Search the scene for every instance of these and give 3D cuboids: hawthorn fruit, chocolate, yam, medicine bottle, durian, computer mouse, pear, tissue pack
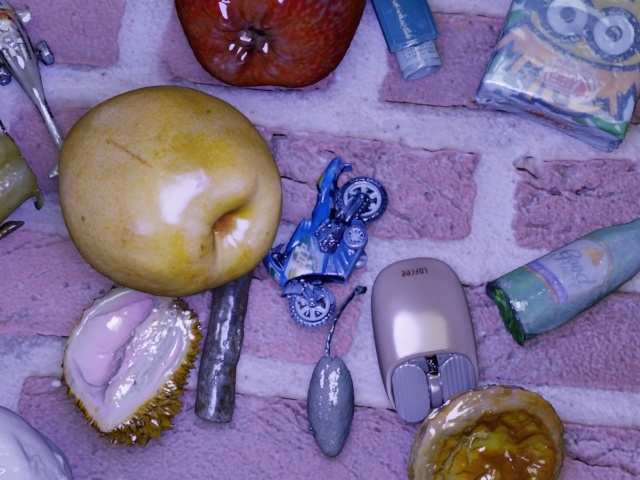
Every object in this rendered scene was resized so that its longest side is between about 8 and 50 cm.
[{"bbox_3d":[-0.063,-0.368,1.907,0.275,0.275,0.299,19,73,1],"label":"hawthorn fruit"},{"bbox_3d":[0.391,0.040,1.944,0.291,0.110,0.110,-28,84,-7],"label":"chocolate"},{"bbox_3d":[-0.136,0.127,1.936,0.061,0.061,0.274,9,81,0],"label":"yam"},{"bbox_3d":[0.112,-0.371,1.982,0.079,0.124,0.258,-18,85,-7],"label":"medicine bottle"},{"bbox_3d":[-0.259,0.174,1.891,0.183,0.138,0.249,3,64,35],"label":"durian"},{"bbox_3d":[0.151,0.140,1.930,0.145,0.082,0.236,-7,81,-3],"label":"computer mouse"},{"bbox_3d":[-0.205,-0.067,1.835,0.314,0.314,0.314,0,82,-1],"label":"pear"},{"bbox_3d":[0.389,-0.315,1.976,0.228,0.128,0.310,21,81,3],"label":"tissue pack"}]

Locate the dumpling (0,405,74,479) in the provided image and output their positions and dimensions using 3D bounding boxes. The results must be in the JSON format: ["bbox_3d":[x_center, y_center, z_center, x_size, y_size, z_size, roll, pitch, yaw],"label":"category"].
[{"bbox_3d":[-0.430,0.371,1.748,0.233,0.395,0.315,-41,40,18],"label":"dumpling"}]

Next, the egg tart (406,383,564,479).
[{"bbox_3d":[0.227,0.300,1.877,0.241,0.106,0.241,-6,111,-17],"label":"egg tart"}]

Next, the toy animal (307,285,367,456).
[{"bbox_3d":[0.021,0.182,1.921,0.070,0.079,0.252,7,81,1],"label":"toy animal"}]

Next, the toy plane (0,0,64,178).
[{"bbox_3d":[-0.426,-0.232,1.963,0.092,0.108,0.286,-24,96,-6],"label":"toy plane"}]

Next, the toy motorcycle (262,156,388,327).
[{"bbox_3d":[0.000,0.000,1.944,0.136,0.092,0.254,24,73,11],"label":"toy motorcycle"}]

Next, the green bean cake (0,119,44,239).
[{"bbox_3d":[-0.578,-0.110,1.878,0.202,0.285,0.310,-43,109,-30],"label":"green bean cake"}]
